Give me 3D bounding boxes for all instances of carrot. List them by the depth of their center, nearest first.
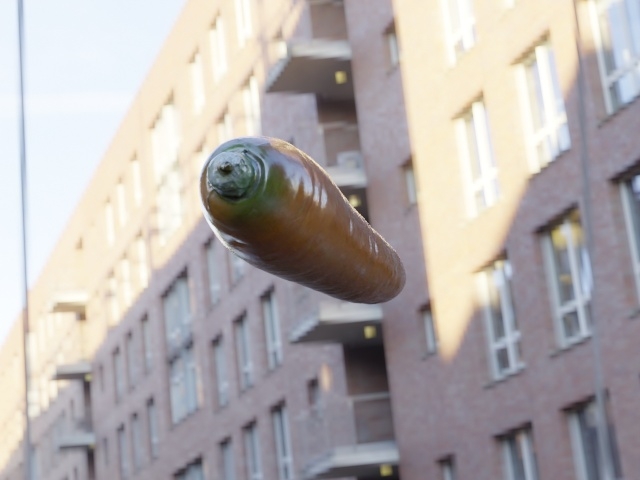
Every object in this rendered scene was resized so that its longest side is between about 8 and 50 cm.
[{"bbox_3d":[0.000,0.000,0.424,0.035,0.035,0.142,-12,-21,20],"label":"carrot"}]
